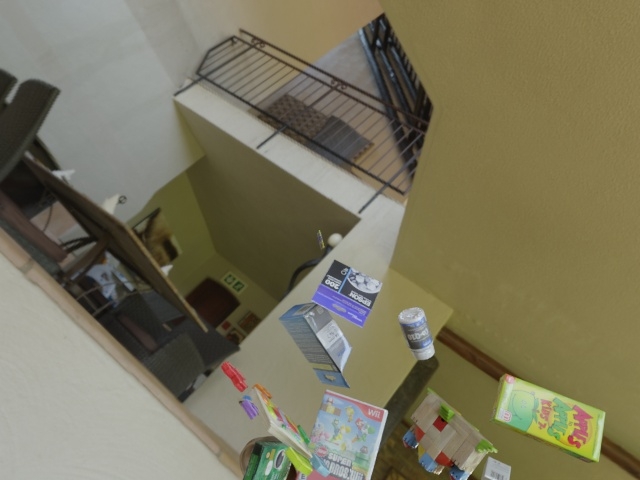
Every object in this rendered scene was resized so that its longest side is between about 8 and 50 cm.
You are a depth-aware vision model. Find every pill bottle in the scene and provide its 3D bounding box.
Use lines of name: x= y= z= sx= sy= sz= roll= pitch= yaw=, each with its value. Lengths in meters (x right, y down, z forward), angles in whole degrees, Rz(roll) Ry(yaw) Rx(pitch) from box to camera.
pill bottle: x=0.282 y=0.272 z=1.268 sx=0.078 sy=0.078 sz=0.137 roll=2 pitch=-63 yaw=56

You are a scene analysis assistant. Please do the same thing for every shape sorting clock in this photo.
shape sorting clock: x=-0.201 y=0.613 z=1.558 sx=0.206 sy=0.040 sz=0.206 roll=20 pitch=-29 yaw=12

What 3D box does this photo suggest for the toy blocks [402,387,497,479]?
toy blocks: x=0.487 y=0.815 z=1.760 sx=0.191 sy=0.261 sz=0.381 roll=39 pitch=-2 yaw=-36

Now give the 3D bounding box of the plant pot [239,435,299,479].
plant pot: x=-0.171 y=0.813 z=1.616 sx=0.238 sy=0.110 sz=0.237 roll=6 pitch=-72 yaw=18

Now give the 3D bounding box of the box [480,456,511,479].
box: x=0.779 y=1.046 z=1.937 sx=0.101 sy=0.102 sz=0.087 roll=18 pitch=-50 yaw=22

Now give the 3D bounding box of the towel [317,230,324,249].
towel: x=0.000 y=0.000 z=1.953 sx=0.060 sy=0.010 sz=0.083 roll=137 pitch=-60 yaw=-78

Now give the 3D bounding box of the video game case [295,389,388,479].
video game case: x=0.065 y=0.617 z=1.300 sx=0.204 sy=0.285 sz=0.025 roll=13 pitch=-29 yaw=17

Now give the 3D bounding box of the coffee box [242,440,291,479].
coffee box: x=-0.144 y=0.645 z=1.263 sx=0.041 sy=0.113 sz=0.184 roll=10 pitch=-16 yaw=32

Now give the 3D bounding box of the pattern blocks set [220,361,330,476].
pattern blocks set: x=-0.097 y=0.432 z=1.036 sx=0.285 sy=0.026 sz=0.324 roll=40 pitch=-11 yaw=47

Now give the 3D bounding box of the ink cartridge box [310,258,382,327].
ink cartridge box: x=0.098 y=0.184 z=1.567 sx=0.206 sy=0.208 sz=0.045 roll=27 pitch=-46 yaw=5

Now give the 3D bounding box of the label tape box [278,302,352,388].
label tape box: x=0.003 y=0.410 z=1.730 sx=0.333 sy=0.106 sz=0.241 roll=57 pitch=-30 yaw=-6

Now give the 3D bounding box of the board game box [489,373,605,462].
board game box: x=0.429 y=0.336 z=0.830 sx=0.181 sy=0.092 sz=0.043 roll=19 pitch=-26 yaw=16
